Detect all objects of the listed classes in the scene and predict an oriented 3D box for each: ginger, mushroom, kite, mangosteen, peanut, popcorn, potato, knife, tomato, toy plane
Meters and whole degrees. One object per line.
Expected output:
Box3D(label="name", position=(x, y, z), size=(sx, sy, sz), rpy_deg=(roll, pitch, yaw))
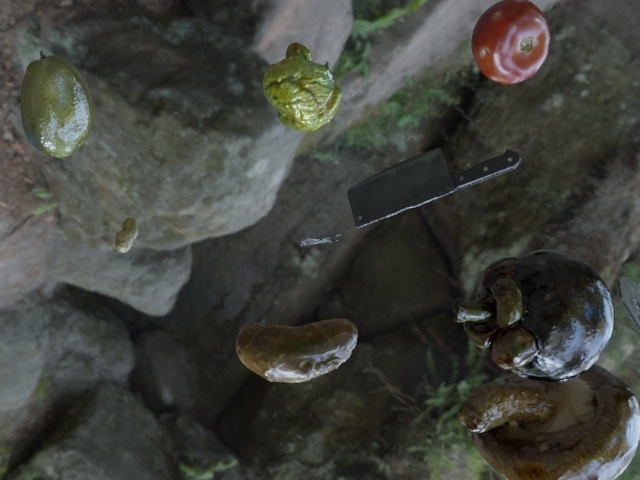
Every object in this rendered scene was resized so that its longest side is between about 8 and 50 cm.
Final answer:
Box3D(label="ginger", position=(-0.056, 0.286, 1.937), size=(0.165, 0.321, 0.172), rpy_deg=(105, -18, -54))
Box3D(label="mushroom", position=(0.458, 0.361, 1.484), size=(0.345, 0.345, 0.239), rpy_deg=(-49, 143, -40))
Box3D(label="kite", position=(0.000, 0.000, 2.036), size=(0.156, 0.011, 0.139), rpy_deg=(-15, 170, 41))
Box3D(label="mangosteen", position=(0.316, 0.113, 1.154), size=(0.211, 0.249, 0.212), rpy_deg=(-174, -90, -72))
Box3D(label="peanut", position=(-0.538, -0.015, 2.102), size=(0.054, 0.053, 0.113), rpy_deg=(114, -8, -55))
Box3D(label="popcorn", position=(-0.041, -0.364, 1.760), size=(0.198, 0.197, 0.213), rpy_deg=(113, -15, -57))
Box3D(label="potato", position=(-0.625, -0.322, 1.786), size=(0.174, 0.159, 0.252), rpy_deg=(-90, 176, -69))
Box3D(label="knife", position=(0.150, -0.088, 1.037), size=(0.245, 0.072, 0.019), rpy_deg=(-19, 163, 20))
Box3D(label="tomato", position=(0.436, -0.460, 1.743), size=(0.195, 0.195, 0.136), rpy_deg=(-56, -144, 7))
Box3D(label="toy plane", position=(0.619, 0.147, 1.444), size=(0.065, 0.171, 0.162), rpy_deg=(-20, 161, 23))
